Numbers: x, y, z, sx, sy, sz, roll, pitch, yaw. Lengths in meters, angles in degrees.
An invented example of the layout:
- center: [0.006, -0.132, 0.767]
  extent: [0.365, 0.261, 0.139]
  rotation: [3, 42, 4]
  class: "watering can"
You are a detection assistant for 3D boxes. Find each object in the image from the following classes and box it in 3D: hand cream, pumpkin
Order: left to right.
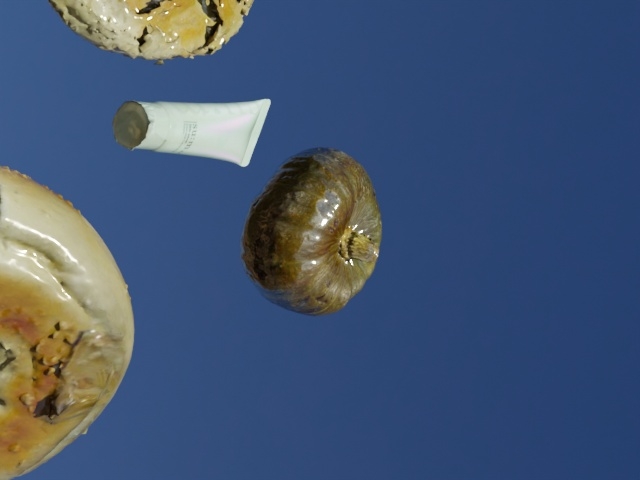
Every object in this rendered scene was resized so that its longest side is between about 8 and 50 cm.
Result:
- center: [-0.126, -0.113, 1.780]
  extent: [0.050, 0.205, 0.078]
  rotation: [28, -73, 33]
  class: "hand cream"
- center: [0.000, 0.000, 2.258]
  extent: [0.162, 0.219, 0.219]
  rotation: [16, -84, 30]
  class: "pumpkin"

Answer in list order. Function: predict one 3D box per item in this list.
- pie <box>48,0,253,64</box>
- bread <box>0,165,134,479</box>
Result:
- center: [-0.140, -0.279, 1.452]
  extent: [0.055, 0.274, 0.274]
  rotation: [1, -97, 46]
  class: "pie"
- center: [-0.254, 0.069, 1.470]
  extent: [0.171, 0.192, 0.314]
  rotation: [-105, -151, -53]
  class: "bread"
